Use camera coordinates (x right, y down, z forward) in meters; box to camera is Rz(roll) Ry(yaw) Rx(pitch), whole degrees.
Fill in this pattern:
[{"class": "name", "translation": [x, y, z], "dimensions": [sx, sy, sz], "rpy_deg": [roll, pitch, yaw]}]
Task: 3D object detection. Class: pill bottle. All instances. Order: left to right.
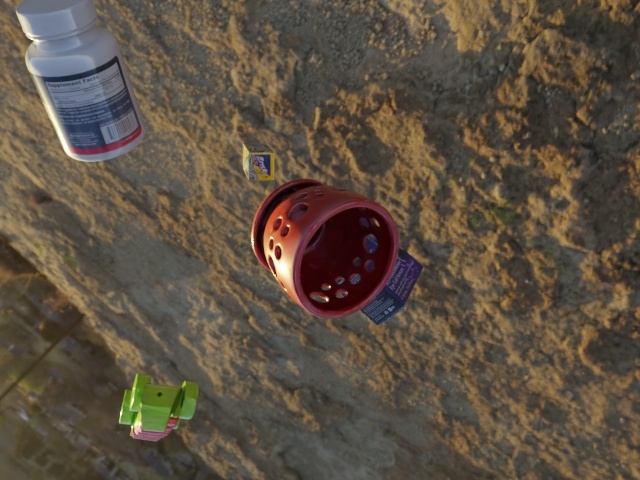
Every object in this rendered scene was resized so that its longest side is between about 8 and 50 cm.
[{"class": "pill bottle", "translation": [-0.287, -0.197, 0.698], "dimensions": [0.107, 0.108, 0.180], "rpy_deg": [14, 135, 22]}]

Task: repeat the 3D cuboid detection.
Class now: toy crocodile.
[{"class": "toy crocodile", "translation": [-0.307, 0.322, 1.078], "dimensions": [0.115, 0.105, 0.340], "rpy_deg": [15, 150, -18]}]

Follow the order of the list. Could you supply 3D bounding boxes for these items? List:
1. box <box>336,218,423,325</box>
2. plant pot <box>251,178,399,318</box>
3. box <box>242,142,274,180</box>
[{"class": "box", "translation": [0.110, 0.063, 1.333], "dimensions": [0.207, 0.153, 0.108], "rpy_deg": [40, 133, -5]}, {"class": "plant pot", "translation": [0.000, 0.000, 0.909], "dimensions": [0.174, 0.191, 0.191], "rpy_deg": [37, 154, 51]}, {"class": "box", "translation": [-0.131, -0.167, 1.218], "dimensions": [0.054, 0.169, 0.059], "rpy_deg": [-1, 106, -11]}]
